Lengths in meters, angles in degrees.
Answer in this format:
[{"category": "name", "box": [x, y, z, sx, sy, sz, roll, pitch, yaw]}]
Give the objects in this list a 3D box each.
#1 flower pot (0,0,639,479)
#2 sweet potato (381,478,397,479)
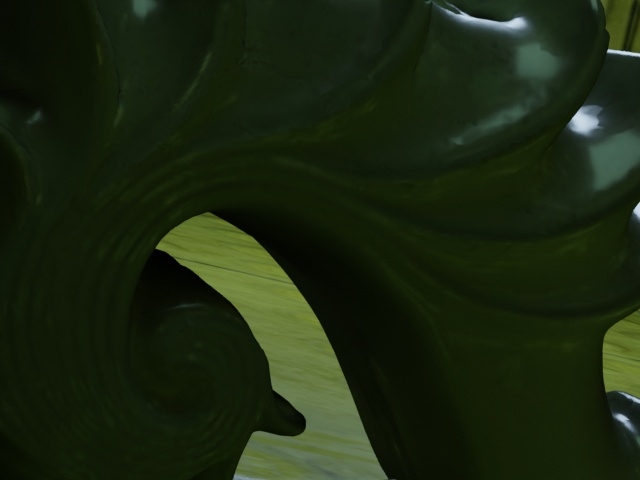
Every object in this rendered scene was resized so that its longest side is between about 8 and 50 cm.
[{"category": "flower pot", "box": [0.000, 0.000, 0.756, 0.368, 0.254, 0.164, 10, 6, -28]}, {"category": "sweet potato", "box": [0.027, 0.115, 0.461, 0.114, 0.092, 0.341, 37, 4, -2]}]
